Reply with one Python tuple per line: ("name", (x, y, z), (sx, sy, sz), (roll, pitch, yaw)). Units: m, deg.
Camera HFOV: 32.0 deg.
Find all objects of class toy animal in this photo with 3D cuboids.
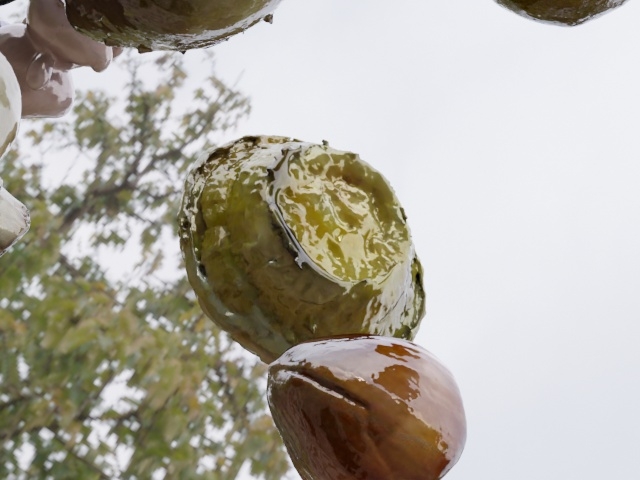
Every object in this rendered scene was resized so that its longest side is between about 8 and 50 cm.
("toy animal", (-0.297, -0.166, 1.118), (0.212, 0.124, 0.124), (-37, -73, 18))

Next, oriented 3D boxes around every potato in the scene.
("potato", (-0.083, -0.135, 0.582), (0.100, 0.089, 0.172), (43, -48, 7))

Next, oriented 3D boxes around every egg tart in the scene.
("egg tart", (0.000, 0.000, 1.322), (0.345, 0.345, 0.132), (38, -43, -8))

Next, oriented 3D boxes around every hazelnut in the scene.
("hazelnut", (0.033, 0.126, 0.841), (0.150, 0.150, 0.150), (13, -49, 15))

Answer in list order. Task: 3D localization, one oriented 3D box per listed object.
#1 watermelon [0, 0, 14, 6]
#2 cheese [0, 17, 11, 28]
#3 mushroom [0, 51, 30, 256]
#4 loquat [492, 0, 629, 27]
("watermelon", (-0.310, -0.305, 0.964), (0.212, 0.212, 0.212), (13, -49, 15))
("cheese", (-0.429, -0.262, 1.486), (0.042, 0.105, 0.191), (-1, -27, -10))
("mushroom", (-0.324, -0.026, 0.797), (0.254, 0.189, 0.195), (-30, -67, 37))
("loquat", (0.281, -0.383, 1.213), (0.276, 0.276, 0.284), (10, -49, 18))
